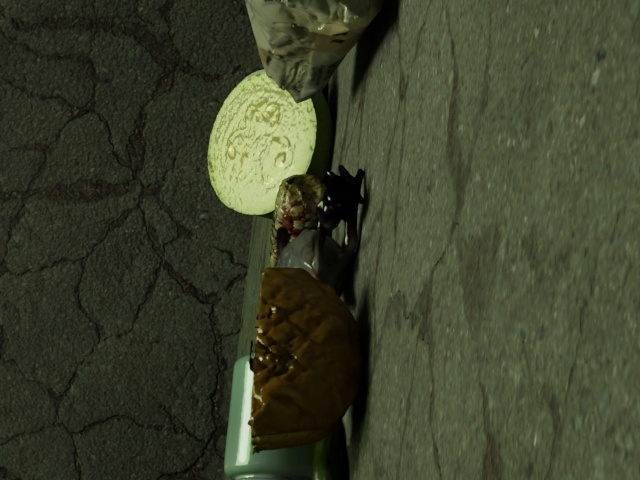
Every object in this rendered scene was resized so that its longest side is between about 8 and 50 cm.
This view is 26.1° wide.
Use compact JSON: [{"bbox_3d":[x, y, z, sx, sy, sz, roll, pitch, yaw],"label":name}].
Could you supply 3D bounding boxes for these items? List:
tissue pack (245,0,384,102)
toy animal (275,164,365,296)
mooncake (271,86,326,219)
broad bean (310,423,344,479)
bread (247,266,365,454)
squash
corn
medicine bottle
[{"bbox_3d":[-0.007,-0.410,1.886,0.375,0.195,0.390,124,153,-83],"label":"tissue pack"},{"bbox_3d":[-0.008,0.024,1.890,0.324,0.090,0.195,134,149,-64],"label":"toy animal"},{"bbox_3d":[-0.076,-0.176,2.439,0.283,0.141,0.283,-174,90,-80],"label":"mooncake"},{"bbox_3d":[0.009,0.302,1.677,0.298,0.043,0.060,-90,-1,-48],"label":"broad bean"},{"bbox_3d":[-0.020,0.148,1.670,0.143,0.139,0.229,104,171,-59],"label":"bread"},{"bbox_3d":[-0.085,-0.161,2.267,0.252,0.049,0.252,-10,75,42],"label":"squash"},{"bbox_3d":[-0.038,-0.016,2.191,0.253,0.086,0.086,103,171,-58],"label":"corn"},{"bbox_3d":[-0.057,0.269,1.849,0.139,0.139,0.226,116,160,-69],"label":"medicine bottle"}]
